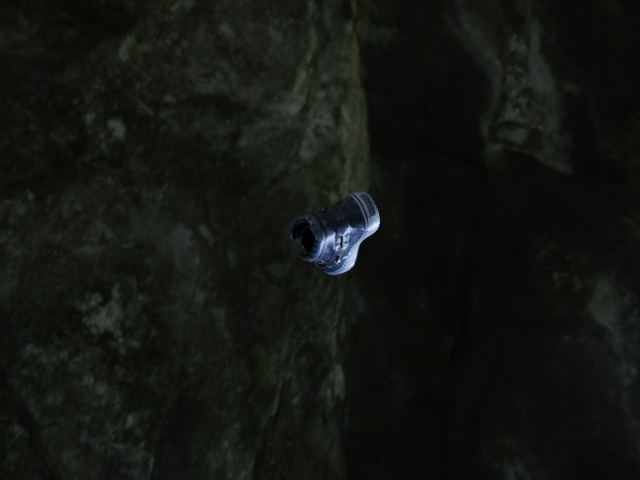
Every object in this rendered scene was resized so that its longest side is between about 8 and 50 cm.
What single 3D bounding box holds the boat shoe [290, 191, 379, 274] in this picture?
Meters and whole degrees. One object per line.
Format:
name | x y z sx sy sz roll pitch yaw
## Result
boat shoe | 0.000 0.000 1.058 0.083 0.183 0.065 -19 -106 -21
